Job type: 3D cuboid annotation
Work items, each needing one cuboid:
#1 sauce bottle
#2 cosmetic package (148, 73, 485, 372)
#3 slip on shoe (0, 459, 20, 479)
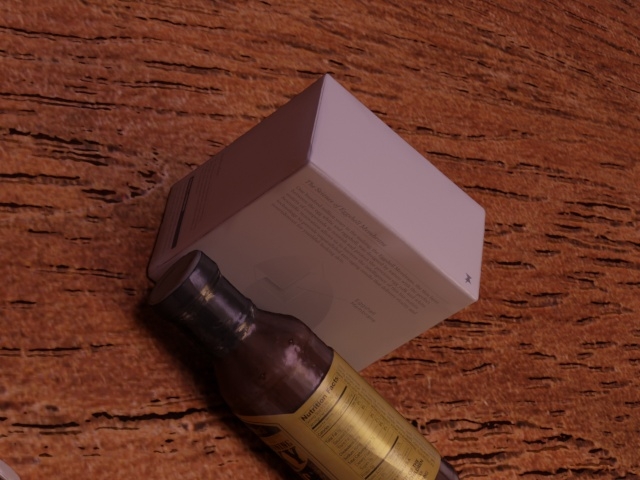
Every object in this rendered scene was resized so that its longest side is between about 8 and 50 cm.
[{"bbox_3d":[-0.018,0.147,1.811,0.344,0.111,0.111,45,36,-15],"label":"sauce bottle"},{"bbox_3d":[0.000,0.000,1.847,0.224,0.224,0.138,39,38,-25],"label":"cosmetic package"},{"bbox_3d":[-0.254,0.212,1.526,0.135,0.051,0.041,50,46,-21],"label":"slip on shoe"}]
